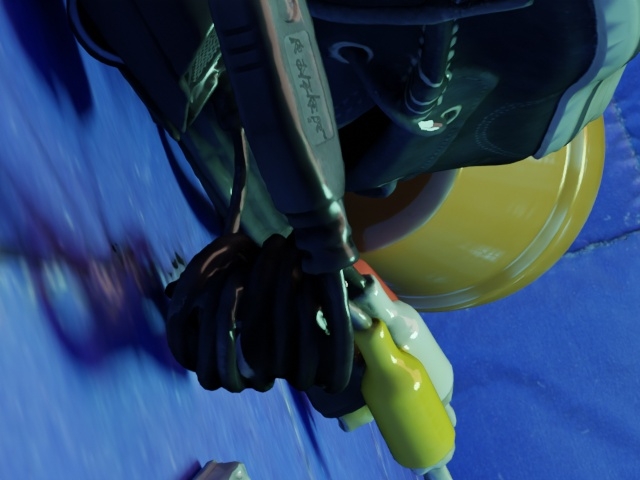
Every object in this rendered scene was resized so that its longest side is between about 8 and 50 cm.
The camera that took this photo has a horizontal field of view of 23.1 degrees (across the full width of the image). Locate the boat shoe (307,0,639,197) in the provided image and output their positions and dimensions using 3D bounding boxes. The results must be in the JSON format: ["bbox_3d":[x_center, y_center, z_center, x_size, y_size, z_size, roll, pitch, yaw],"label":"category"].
[{"bbox_3d":[0.021,-0.118,0.546,0.500,0.156,0.187,62,10,-78],"label":"boat shoe"}]

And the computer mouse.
[{"bbox_3d":[-0.048,-0.081,0.382,0.184,0.060,0.262,-168,-112,-80],"label":"computer mouse"}]

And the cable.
[{"bbox_3d":[0.000,0.000,0.706,0.287,0.072,0.139,68,0,-49],"label":"cable"}]

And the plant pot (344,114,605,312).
[{"bbox_3d":[0.045,-0.058,0.893,0.188,0.205,0.205,-1,72,-71],"label":"plant pot"}]

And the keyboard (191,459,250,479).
[{"bbox_3d":[-0.025,0.095,0.306,0.256,0.014,0.072,-6,82,-86],"label":"keyboard"}]
